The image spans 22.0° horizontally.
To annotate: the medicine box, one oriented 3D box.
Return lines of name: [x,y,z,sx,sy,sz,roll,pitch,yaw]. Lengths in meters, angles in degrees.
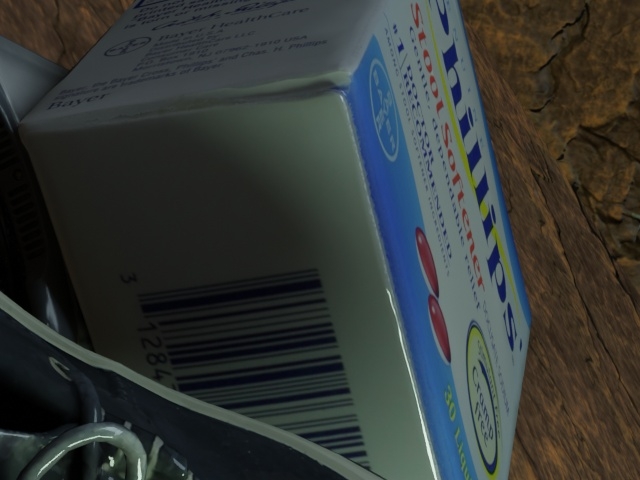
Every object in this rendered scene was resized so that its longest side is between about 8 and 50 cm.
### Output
medicine box: [0.000,0.000,0.816,0.289,0.149,0.264,-66,144,-62]

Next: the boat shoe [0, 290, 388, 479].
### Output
boat shoe: [-0.106,0.108,0.523,0.500,0.187,0.156,38,17,1]

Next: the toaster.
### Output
toaster: [-0.157,0.005,0.782,0.227,0.129,0.146,68,17,9]
